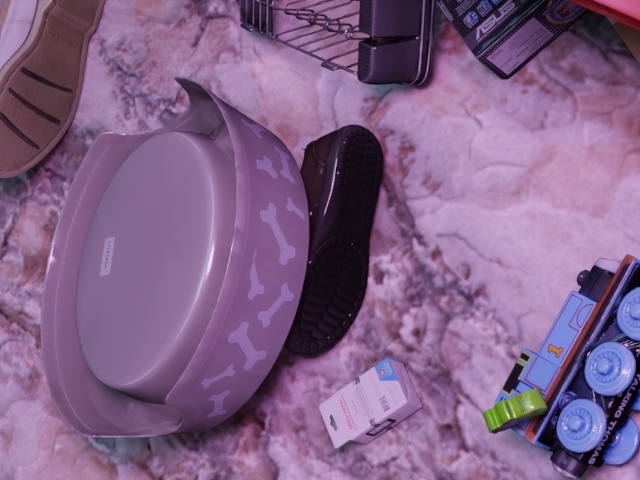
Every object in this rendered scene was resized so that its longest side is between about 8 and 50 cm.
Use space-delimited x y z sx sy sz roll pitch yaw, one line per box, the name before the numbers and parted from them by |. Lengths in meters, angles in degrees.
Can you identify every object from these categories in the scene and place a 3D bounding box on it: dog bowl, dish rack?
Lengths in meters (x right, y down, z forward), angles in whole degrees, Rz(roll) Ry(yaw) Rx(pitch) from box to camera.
dog bowl | -0.140 0.024 1.285 0.349 0.102 0.348 -27 55 46
dish rack | 0.002 -0.272 1.299 0.271 0.074 0.208 31 126 48

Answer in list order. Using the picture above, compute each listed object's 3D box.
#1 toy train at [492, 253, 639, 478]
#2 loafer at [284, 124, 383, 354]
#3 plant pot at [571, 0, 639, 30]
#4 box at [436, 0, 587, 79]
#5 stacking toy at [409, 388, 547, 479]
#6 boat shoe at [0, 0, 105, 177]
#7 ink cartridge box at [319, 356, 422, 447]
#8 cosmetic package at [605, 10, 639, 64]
toy train | 0.218 0.094 1.066 0.105 0.080 0.184 30 94 45
loafer | 0.000 0.000 1.266 0.078 0.080 0.220 4 74 49
plant pot | 0.217 -0.301 1.003 0.275 0.275 0.243 34 105 39
box | 0.206 -0.312 1.223 0.270 0.060 0.216 -41 55 18
stacking toy | 0.134 0.236 1.054 0.221 0.052 0.167 -46 54 41
boat shoe | -0.340 -0.209 1.563 0.103 0.113 0.302 6 68 39
ink cartridge box | 0.044 0.148 1.205 0.083 0.028 0.048 -36 57 21
cosmetic package | 0.292 -0.160 1.119 0.060 0.041 0.115 -39 56 19
